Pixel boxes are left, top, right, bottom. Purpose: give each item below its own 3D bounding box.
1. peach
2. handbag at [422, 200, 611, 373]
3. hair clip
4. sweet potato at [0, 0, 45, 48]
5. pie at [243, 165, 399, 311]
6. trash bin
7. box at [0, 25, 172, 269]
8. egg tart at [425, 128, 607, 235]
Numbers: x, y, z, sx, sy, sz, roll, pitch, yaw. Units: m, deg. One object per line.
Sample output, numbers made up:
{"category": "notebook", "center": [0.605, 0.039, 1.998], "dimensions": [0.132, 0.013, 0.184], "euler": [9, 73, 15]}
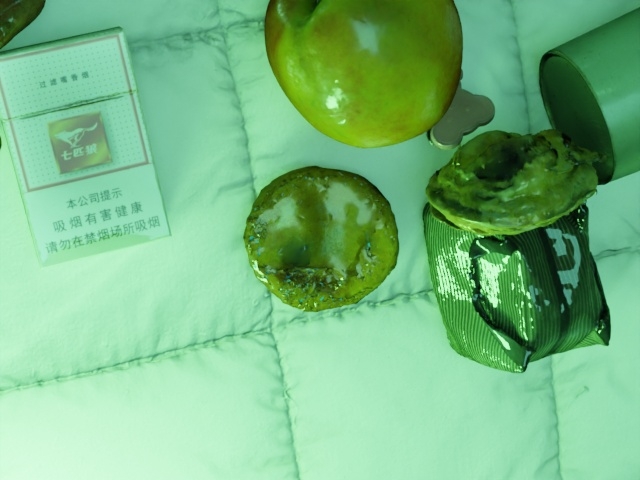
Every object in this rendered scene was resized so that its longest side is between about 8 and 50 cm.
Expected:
{"category": "peach", "center": [0.077, -0.296, 1.778], "dimensions": [0.332, 0.308, 0.308], "euler": [38, 90, -36]}
{"category": "handbag", "center": [0.335, 0.060, 1.948], "dimensions": [0.247, 0.240, 0.341], "euler": [-16, 105, -16]}
{"category": "hair clip", "center": [0.207, -0.231, 1.917], "dimensions": [0.123, 0.102, 0.138], "euler": [-28, 107, -10]}
{"category": "sweet potato", "center": [-0.450, -0.349, 1.710], "dimensions": [0.078, 0.058, 0.255], "euler": [42, 66, -31]}
{"category": "pie", "center": [0.001, 0.000, 1.928], "dimensions": [0.273, 0.069, 0.273], "euler": [-3, 102, -13]}
{"category": "trash bin", "center": [0.610, -0.283, 1.930], "dimensions": [0.432, 0.280, 0.280], "euler": [-23, 107, -6]}
{"category": "box", "center": [-0.369, -0.144, 1.782], "dimensions": [0.210, 0.095, 0.330], "euler": [-14, 104, -13]}
{"category": "egg tart", "center": [0.305, -0.116, 1.841], "dimensions": [0.297, 0.297, 0.132], "euler": [-17, 116, -11]}
